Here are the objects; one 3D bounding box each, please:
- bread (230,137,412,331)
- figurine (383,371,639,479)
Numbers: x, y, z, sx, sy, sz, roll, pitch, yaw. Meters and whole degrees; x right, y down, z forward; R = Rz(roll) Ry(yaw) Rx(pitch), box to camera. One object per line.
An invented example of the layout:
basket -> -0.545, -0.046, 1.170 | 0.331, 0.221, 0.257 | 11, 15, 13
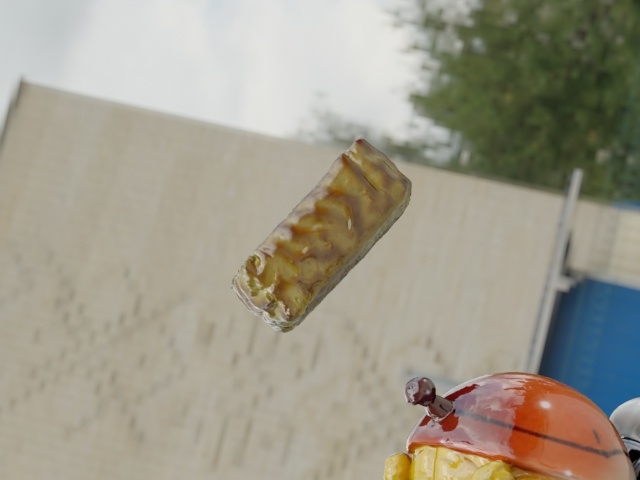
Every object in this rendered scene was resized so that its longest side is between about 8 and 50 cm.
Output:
bread -> 0.000, 0.000, 2.098 | 0.222, 0.096, 0.181 | -48, -3, -14
figurine -> 0.216, 0.224, 1.828 | 0.320, 0.323, 0.196 | -9, 79, 59
